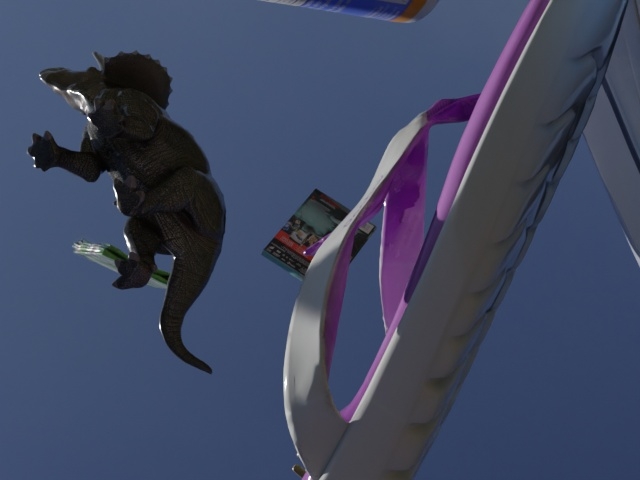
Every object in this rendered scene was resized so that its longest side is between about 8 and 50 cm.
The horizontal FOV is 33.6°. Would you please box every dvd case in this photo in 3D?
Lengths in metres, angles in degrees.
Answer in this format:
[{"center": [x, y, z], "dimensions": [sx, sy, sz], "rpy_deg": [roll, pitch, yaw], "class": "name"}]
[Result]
[{"center": [0.000, 0.000, 1.193], "dimensions": [0.087, 0.013, 0.119], "rpy_deg": [32, -129, 7], "class": "dvd case"}]

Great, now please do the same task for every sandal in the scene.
[{"center": [0.028, 0.038, 0.524], "dimensions": [0.102, 0.416, 0.169], "rpy_deg": [26, -168, 11], "class": "sandal"}]

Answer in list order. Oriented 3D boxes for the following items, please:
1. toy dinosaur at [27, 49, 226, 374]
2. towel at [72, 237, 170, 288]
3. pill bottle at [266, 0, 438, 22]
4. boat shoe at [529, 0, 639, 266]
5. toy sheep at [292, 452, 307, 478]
[{"center": [-0.135, -0.048, 0.884], "dimensions": [0.313, 0.121, 0.160], "rpy_deg": [55, -151, 6], "class": "toy dinosaur"}, {"center": [-0.230, 0.028, 1.277], "dimensions": [0.113, 0.023, 0.152], "rpy_deg": [27, 169, -24], "class": "towel"}, {"center": [-0.025, -0.288, 0.950], "dimensions": [0.272, 0.152, 0.152], "rpy_deg": [5, -140, -19], "class": "pill bottle"}, {"center": [0.214, -0.057, 0.660], "dimensions": [0.258, 0.084, 0.095], "rpy_deg": [65, -165, -7], "class": "boat shoe"}, {"center": [0.025, 0.269, 1.267], "dimensions": [0.091, 0.132, 0.091], "rpy_deg": [38, -156, -20], "class": "toy sheep"}]
